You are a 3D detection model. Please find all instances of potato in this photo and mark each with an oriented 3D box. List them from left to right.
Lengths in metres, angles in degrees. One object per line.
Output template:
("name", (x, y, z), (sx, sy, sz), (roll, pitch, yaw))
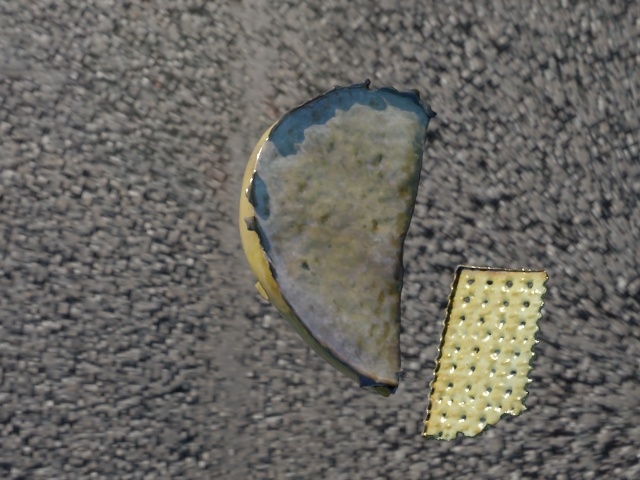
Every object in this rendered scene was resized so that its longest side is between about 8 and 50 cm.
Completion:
("potato", (0.000, 0.000, 1.027), (0.138, 0.098, 0.243), (14, 64, -11))

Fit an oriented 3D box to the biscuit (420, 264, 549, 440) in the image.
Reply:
("biscuit", (0.183, 0.126, 1.517), (0.144, 0.016, 0.203), (0, 75, 45))
